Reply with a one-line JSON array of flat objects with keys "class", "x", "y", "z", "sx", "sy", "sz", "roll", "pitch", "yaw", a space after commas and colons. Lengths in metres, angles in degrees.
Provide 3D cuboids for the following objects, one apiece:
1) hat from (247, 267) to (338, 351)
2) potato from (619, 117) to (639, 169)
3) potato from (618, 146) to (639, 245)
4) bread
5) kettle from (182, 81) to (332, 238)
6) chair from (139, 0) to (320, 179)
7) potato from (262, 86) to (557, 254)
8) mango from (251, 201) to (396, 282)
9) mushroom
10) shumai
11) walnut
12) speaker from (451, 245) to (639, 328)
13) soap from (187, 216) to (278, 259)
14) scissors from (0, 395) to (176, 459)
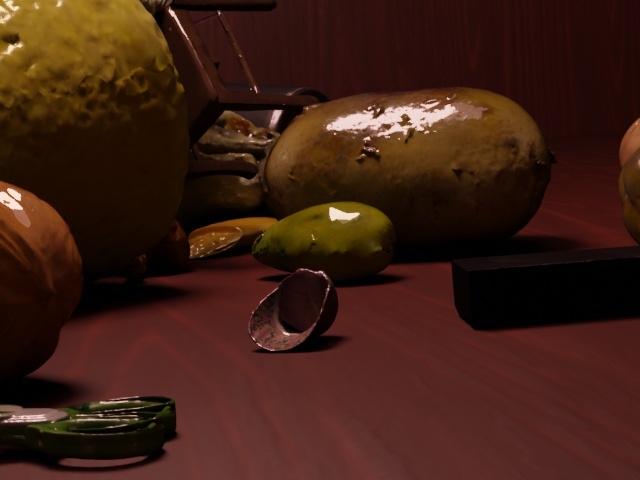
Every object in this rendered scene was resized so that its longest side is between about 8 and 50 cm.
[{"class": "hat", "x": -0.016, "y": 0.061, "z": 1.275, "sx": 0.058, "sy": 0.042, "sz": 0.087, "roll": -5, "pitch": 39, "yaw": 23}, {"class": "potato", "x": 0.449, "y": -0.106, "z": 2.140, "sx": 0.161, "sy": 0.128, "sz": 0.234, "roll": 10, "pitch": -7, "yaw": -33}, {"class": "potato", "x": 0.372, "y": -0.047, "z": 1.553, "sx": 0.200, "sy": 0.137, "sz": 0.154, "roll": -5, "pitch": -24, "yaw": -3}, {"class": "bread", "x": -0.329, "y": -0.090, "z": 1.603, "sx": 0.348, "sy": 0.348, "sz": 0.307, "roll": 1, "pitch": 20, "yaw": 40}, {"class": "kettle", "x": -0.156, "y": -0.110, "z": 2.227, "sx": 0.308, "sy": 0.203, "sz": 0.262, "roll": 3, "pitch": 7, "yaw": 32}, {"class": "chair", "x": -0.183, "y": -0.171, "z": 1.790, "sx": 0.319, "sy": 0.186, "sz": 0.160, "roll": -1, "pitch": -30, "yaw": -41}, {"class": "potato", "x": 0.090, "y": -0.071, "z": 1.777, "sx": 0.307, "sy": 0.173, "sz": 0.210, "roll": -1, "pitch": 8, "yaw": 8}, {"class": "mango", "x": 0.000, "y": 0.000, "z": 1.626, "sx": 0.165, "sy": 0.074, "sz": 0.091, "roll": 1, "pitch": 10, "yaw": 42}, {"class": "mushroom", "x": -0.176, "y": 0.003, "z": 1.762, "sx": 0.088, "sy": 0.073, "sz": 0.129, "roll": 36, "pitch": 7, "yaw": -10}, {"class": "shumai", "x": -0.174, "y": -0.079, "z": 1.970, "sx": 0.222, "sy": 0.225, "sz": 0.261, "roll": 29, "pitch": 60, "yaw": 17}, {"class": "walnut", "x": -0.253, "y": 0.030, "z": 1.178, "sx": 0.206, "sy": 0.159, "sz": 0.159, "roll": 0, "pitch": 7, "yaw": 40}, {"class": "speaker", "x": 0.214, "y": 0.031, "z": 1.317, "sx": 0.218, "sy": 0.044, "sz": 0.082, "roll": -5, "pitch": 6, "yaw": -5}, {"class": "soap", "x": -0.100, "y": -0.006, "z": 1.943, "sx": 0.089, "sy": 0.033, "sz": 0.168, "roll": -8, "pitch": 4, "yaw": 26}, {"class": "scissors", "x": -0.186, "y": 0.107, "z": 0.972, "sx": 0.204, "sy": 0.027, "sz": 0.101, "roll": -2, "pitch": 3, "yaw": 4}]
